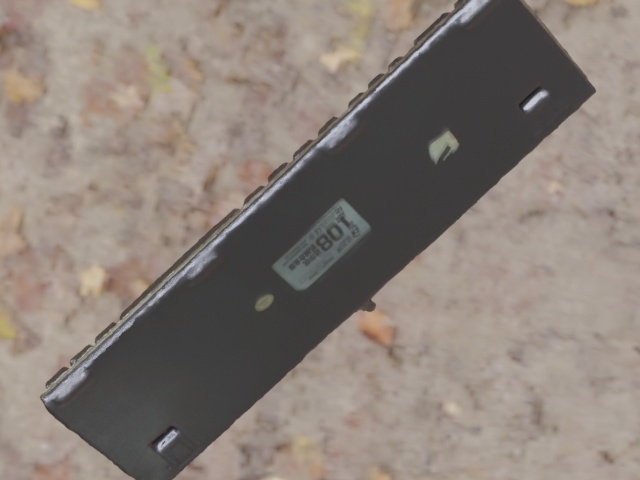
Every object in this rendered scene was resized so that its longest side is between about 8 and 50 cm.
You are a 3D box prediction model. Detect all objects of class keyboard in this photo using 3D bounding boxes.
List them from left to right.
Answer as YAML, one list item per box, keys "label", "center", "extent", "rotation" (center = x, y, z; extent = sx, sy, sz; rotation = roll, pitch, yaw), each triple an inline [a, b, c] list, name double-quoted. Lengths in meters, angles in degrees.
- label: "keyboard"
  center: [0.000, 0.000, 0.963]
  extent: [0.317, 0.106, 0.027]
  rotation: [-42, 36, 4]
